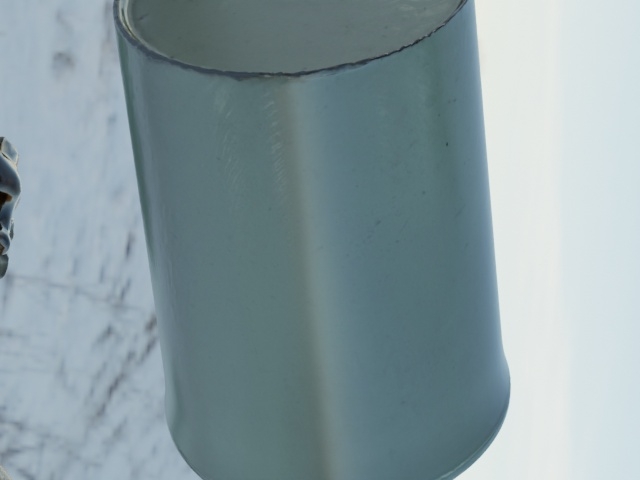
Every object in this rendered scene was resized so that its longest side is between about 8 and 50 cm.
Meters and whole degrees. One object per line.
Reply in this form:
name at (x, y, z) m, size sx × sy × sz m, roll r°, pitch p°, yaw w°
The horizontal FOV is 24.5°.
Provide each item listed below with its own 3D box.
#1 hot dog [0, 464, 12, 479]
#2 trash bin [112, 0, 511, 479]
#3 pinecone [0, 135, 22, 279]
hot dog at (-0.284, 0.342, 1.439) m, size 0.100 × 0.337 × 0.135 m, roll -10°, pitch 141°, yaw -55°
trash bin at (0.000, 0.000, 1.106) m, size 0.280 × 0.280 × 0.432 m, roll -83°, pitch 169°, yaw -53°
pinecone at (-0.550, -0.041, 1.751) m, size 0.398 × 0.397 × 0.398 m, roll 6°, pitch 90°, yaw -90°
